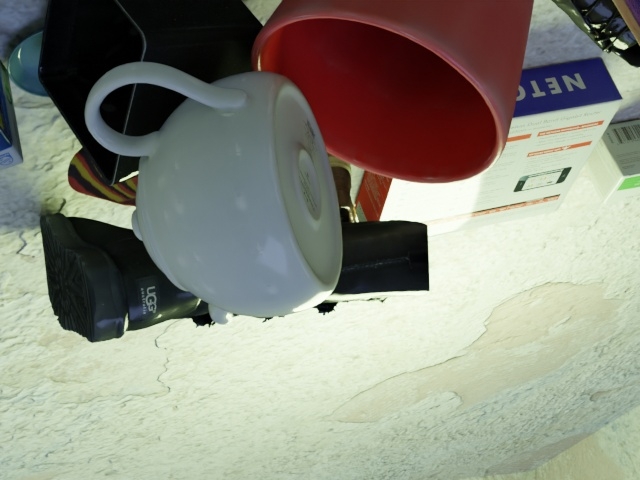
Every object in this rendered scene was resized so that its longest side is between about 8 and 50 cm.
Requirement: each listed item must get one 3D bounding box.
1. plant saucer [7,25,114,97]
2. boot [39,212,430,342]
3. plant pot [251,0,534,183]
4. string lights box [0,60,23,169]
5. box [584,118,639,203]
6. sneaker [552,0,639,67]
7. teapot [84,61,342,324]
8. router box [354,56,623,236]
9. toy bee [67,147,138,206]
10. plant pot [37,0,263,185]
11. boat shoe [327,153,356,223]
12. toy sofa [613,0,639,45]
[{"bbox_3d":[-0.291,-0.205,1.208,0.119,0.021,0.119,-15,153,-8],"label":"plant saucer"},{"bbox_3d":[-0.124,0.024,1.445,0.445,0.367,0.146,-10,107,-23],"label":"boot"},{"bbox_3d":[0.099,-0.230,1.098,0.275,0.243,0.275,21,157,9],"label":"plant pot"},{"bbox_3d":[-0.384,-0.184,1.068,0.076,0.133,0.260,-17,153,-2],"label":"string lights box"},{"bbox_3d":[0.495,-0.129,1.750,0.101,0.102,0.087,-11,154,-17],"label":"box"},{"bbox_3d":[0.341,-0.300,1.313,0.109,0.130,0.286,-35,147,32],"label":"sneaker"},{"bbox_3d":[-0.098,-0.038,1.045,0.187,0.256,0.252,-10,-179,14],"label":"teapot"},{"bbox_3d":[0.242,-0.126,1.619,0.335,0.082,0.301,-11,151,-16],"label":"router box"},{"bbox_3d":[-0.125,-0.078,1.225,0.298,0.195,0.162,15,118,-19],"label":"toy bee"},{"bbox_3d":[-0.170,-0.196,1.121,0.167,0.188,0.187,-15,143,-36],"label":"plant pot"},{"bbox_3d":[0.000,0.000,1.652,0.123,0.123,0.342,-10,151,-16],"label":"boat shoe"},{"bbox_3d":[0.409,-0.282,1.139,0.177,0.363,0.150,1,147,-43],"label":"toy sofa"}]
